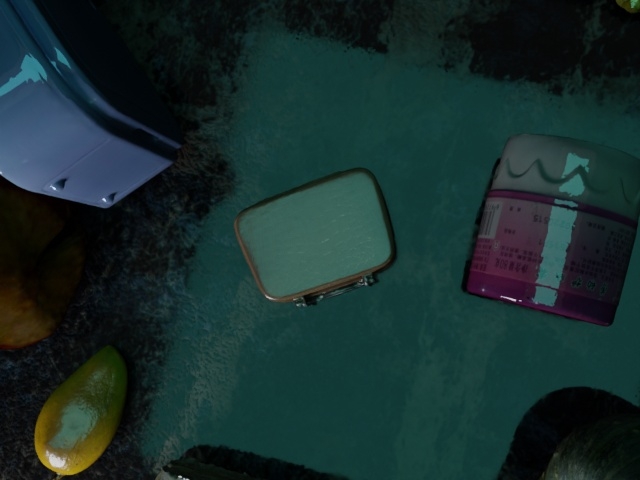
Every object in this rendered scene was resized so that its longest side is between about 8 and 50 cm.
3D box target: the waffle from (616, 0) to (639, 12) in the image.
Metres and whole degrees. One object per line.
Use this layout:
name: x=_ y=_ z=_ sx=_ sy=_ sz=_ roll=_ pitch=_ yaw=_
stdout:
waffle: x=0.511 y=-0.360 z=1.055 sx=0.291 sy=0.051 sz=0.291 roll=-1 pitch=85 yaw=9

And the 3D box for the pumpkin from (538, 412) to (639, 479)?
pumpkin: x=0.330 y=0.362 z=0.916 sx=0.257 sy=0.291 sz=0.327 roll=28 pitch=107 yaw=-22

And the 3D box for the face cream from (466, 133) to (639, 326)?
face cream: x=0.278 y=-0.011 z=0.999 sx=0.175 sy=0.175 sz=0.194 roll=14 pitch=90 yaw=8

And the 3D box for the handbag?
handbag: x=0.000 y=0.000 z=1.086 sx=0.193 sy=0.072 sz=0.151 roll=-21 pitch=84 yaw=3

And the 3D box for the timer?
timer: x=-0.351 y=-0.219 z=0.996 sx=0.173 sy=0.395 sz=0.395 roll=-35 pitch=83 yaw=6

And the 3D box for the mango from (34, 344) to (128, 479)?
mango: x=-0.312 y=0.227 z=1.116 sx=0.101 sy=0.066 sz=0.187 roll=29 pitch=82 yaw=7

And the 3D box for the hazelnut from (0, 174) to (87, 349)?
hazelnut: x=-0.412 y=0.015 z=1.076 sx=0.217 sy=0.217 sz=0.251 roll=3 pitch=112 yaw=7

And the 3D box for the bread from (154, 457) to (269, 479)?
bread: x=-0.061 y=0.390 z=1.055 sx=0.337 sy=0.102 sz=0.183 roll=13 pitch=92 yaw=5
